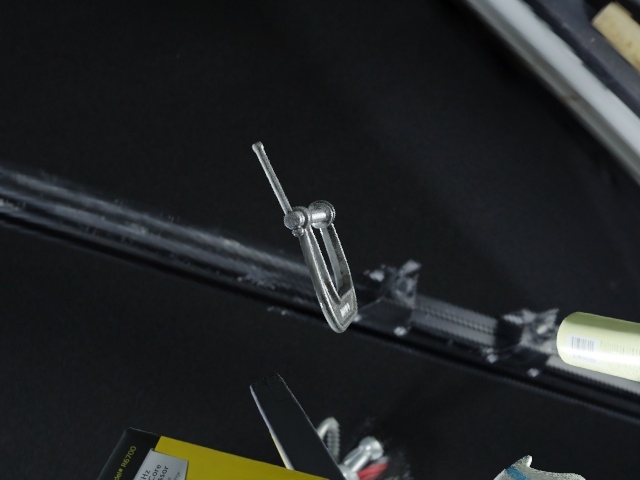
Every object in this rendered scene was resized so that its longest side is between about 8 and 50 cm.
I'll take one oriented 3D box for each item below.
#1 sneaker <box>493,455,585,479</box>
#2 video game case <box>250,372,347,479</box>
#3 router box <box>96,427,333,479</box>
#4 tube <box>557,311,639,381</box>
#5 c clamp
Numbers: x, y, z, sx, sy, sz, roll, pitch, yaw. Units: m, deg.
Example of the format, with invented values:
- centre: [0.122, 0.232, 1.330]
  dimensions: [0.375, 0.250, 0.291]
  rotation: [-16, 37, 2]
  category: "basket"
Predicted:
- centre: [0.253, 0.284, 0.903]
  dimensions: [0.092, 0.229, 0.087]
  rotation: [-44, -55, -19]
  category: "sneaker"
- centre: [0.033, 0.270, 0.750]
  dimensions: [0.035, 0.275, 0.248]
  rotation: [-26, -64, -9]
  category: "video game case"
- centre: [-0.057, 0.172, 0.361]
  dimensions: [0.133, 0.046, 0.178]
  rotation: [8, -129, 24]
  category: "router box"
- centre: [0.355, 0.122, 0.953]
  dimensions: [0.070, 0.240, 0.062]
  rotation: [10, -91, -33]
  category: "tube"
- centre: [0.000, 0.000, 0.679]
  dimensions: [0.022, 0.161, 0.137]
  rotation: [-21, -96, 9]
  category: "c clamp"
